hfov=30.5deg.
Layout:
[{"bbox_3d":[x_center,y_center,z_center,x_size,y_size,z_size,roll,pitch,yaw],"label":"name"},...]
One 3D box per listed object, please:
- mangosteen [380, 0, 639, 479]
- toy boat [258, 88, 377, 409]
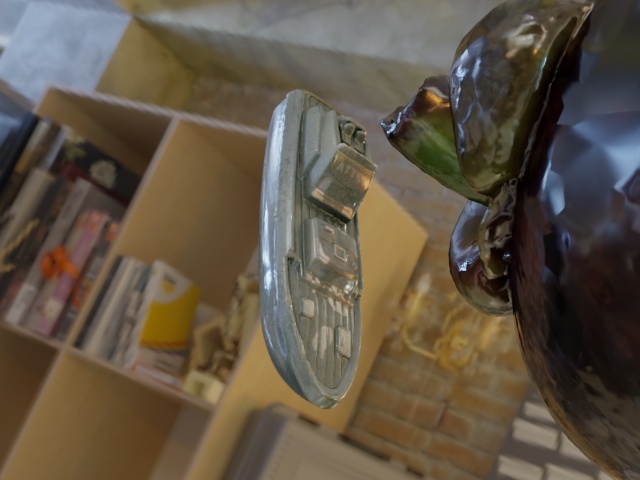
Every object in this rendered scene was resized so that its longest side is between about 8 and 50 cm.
[{"bbox_3d":[0.143,-0.018,0.403,0.216,0.216,0.216,23,-12,5],"label":"mangosteen"},{"bbox_3d":[0.000,0.000,0.822,0.078,0.261,0.085,30,-46,-35],"label":"toy boat"}]
